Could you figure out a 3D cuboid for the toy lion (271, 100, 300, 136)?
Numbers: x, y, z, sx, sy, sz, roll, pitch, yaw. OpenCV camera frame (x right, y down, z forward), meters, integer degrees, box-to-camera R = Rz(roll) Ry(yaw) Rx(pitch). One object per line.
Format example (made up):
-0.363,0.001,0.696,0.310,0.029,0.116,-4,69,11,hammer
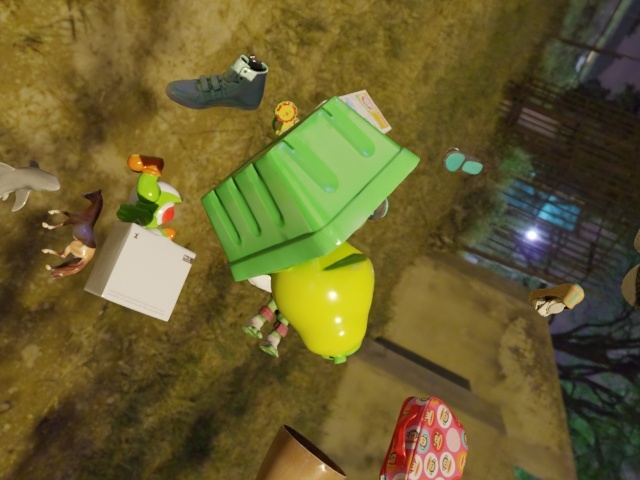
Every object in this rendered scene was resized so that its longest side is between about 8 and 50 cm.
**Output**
-0.113,-0.385,1.849,0.100,0.096,0.034,-37,-151,2,toy lion

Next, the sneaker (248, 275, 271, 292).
-0.073,0.101,1.373,0.232,0.115,0.090,31,89,-47,sneaker

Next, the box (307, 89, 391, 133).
0.051,-0.245,1.291,0.103,0.114,0.203,-35,179,36,box

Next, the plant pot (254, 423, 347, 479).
-0.094,0.703,1.684,0.254,0.237,0.237,-51,169,-9,plant pot

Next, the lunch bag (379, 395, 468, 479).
0.274,0.574,1.573,0.120,0.258,0.293,-13,-142,42,lunch bag

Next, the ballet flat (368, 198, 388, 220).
0.065,-0.140,1.382,0.280,0.096,0.095,-123,-141,-55,ballet flat

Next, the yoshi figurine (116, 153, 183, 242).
-0.549,-0.067,1.741,0.203,0.202,0.363,-4,96,-56,yoshi figurine

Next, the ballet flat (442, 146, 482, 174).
0.418,-0.246,1.799,0.203,0.074,0.074,6,114,-45,ballet flat

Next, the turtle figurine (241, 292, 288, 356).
-0.065,0.180,1.597,0.266,0.274,0.198,-54,162,-23,turtle figurine

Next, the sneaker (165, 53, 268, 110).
-0.257,-0.412,1.482,0.255,0.094,0.151,-4,145,-28,sneaker

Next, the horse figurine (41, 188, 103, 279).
-0.705,-0.011,1.681,0.066,0.174,0.264,81,3,-69,horse figurine

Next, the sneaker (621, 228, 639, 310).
0.628,0.076,0.965,0.137,0.210,0.366,-26,146,0,sneaker

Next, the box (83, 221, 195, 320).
-0.426,0.073,1.395,0.181,0.119,0.182,31,73,-37,box

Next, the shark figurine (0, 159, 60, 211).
-0.781,-0.133,1.415,0.278,0.166,0.116,-28,147,-2,shark figurine

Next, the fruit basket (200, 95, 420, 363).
0.000,0.000,1.002,0.283,0.392,0.392,-45,163,-30,fruit basket

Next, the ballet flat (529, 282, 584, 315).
0.622,0.168,1.600,0.073,0.080,0.232,-49,175,-18,ballet flat
